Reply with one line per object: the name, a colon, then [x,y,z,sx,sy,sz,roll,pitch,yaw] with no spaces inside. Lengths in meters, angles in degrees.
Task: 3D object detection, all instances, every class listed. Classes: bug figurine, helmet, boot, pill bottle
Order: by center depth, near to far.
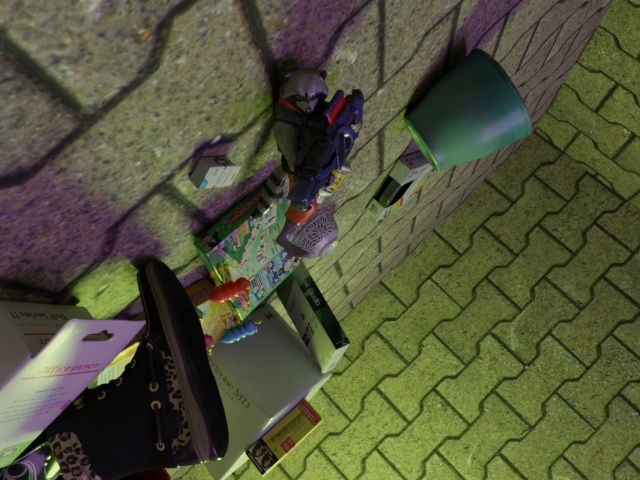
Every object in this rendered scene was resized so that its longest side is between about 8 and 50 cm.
boot: [-0.350,0.251,0.917,0.284,0.377,0.138,-21,172,3]
helmet: [-0.568,0.406,0.959,0.169,0.169,0.161,-33,145,-36]
bug figurine: [-0.232,0.176,1.095,0.216,0.072,0.279,-23,148,-18]
pill bottle: [0.016,-0.149,1.212,0.116,0.065,0.065,-53,162,24]

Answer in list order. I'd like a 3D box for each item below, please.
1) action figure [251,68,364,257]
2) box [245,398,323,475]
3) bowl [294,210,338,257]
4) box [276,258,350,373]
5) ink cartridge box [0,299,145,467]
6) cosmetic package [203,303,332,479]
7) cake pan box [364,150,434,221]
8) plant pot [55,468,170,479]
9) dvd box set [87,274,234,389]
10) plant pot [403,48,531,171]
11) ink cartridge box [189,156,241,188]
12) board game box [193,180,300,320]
action figure: [-0.046,-0.134,0.875,0.341,0.179,0.330,-60,163,-51]
box: [-0.105,0.581,1.481,0.232,0.087,0.058,-36,159,-21]
bowl: [0.000,0.000,1.512,0.170,0.080,0.170,-40,162,-15]
box: [-0.032,0.232,1.562,0.059,0.322,0.232,-23,156,-24]
ink cartridge box: [-0.472,0.208,0.779,0.353,0.119,0.207,-45,164,1]
cosmetic package: [-0.246,0.486,1.643,0.327,0.329,0.393,-19,149,-54]
cake pan box: [0.293,-0.200,1.774,0.267,0.070,0.245,-24,152,-50]
plant pot: [-0.584,0.586,1.230,0.267,0.267,0.236,-26,168,-49]
dvd box set: [-0.380,0.249,1.209,0.420,0.062,0.307,-31,158,-40]
plant pot: [0.381,-0.327,1.364,0.255,0.271,0.272,-34,166,10]
ink cartridge box: [-0.181,-0.118,0.867,0.048,0.028,0.083,-53,162,26]
board game box: [-0.151,0.033,1.148,0.213,0.046,0.317,-43,153,-20]
